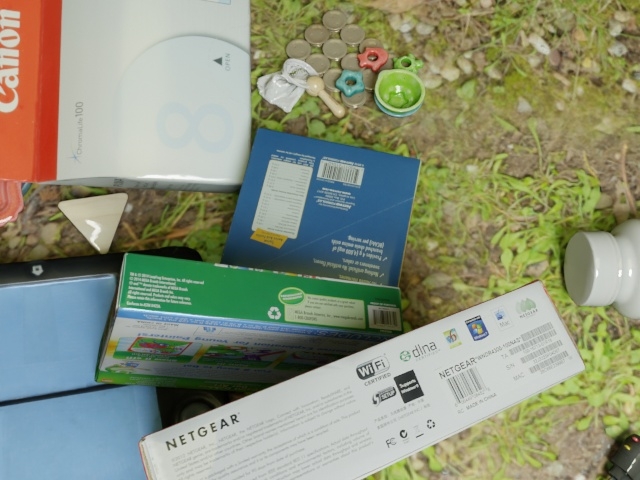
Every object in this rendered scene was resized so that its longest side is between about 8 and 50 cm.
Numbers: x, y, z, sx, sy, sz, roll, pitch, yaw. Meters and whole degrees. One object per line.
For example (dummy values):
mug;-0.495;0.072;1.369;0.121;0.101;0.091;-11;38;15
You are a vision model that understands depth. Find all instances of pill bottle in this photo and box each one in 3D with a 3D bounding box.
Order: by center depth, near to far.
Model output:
pill bottle;0.421;0.034;0.748;0.222;0.124;0.124;1;71;-1

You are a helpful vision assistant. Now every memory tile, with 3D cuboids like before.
memory tile;0.035;-0.266;0.906;0.148;0.012;0.113;43;76;13

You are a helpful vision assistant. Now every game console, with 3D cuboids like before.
game console;-0.295;0.178;0.672;0.387;0.060;0.341;-5;71;-22

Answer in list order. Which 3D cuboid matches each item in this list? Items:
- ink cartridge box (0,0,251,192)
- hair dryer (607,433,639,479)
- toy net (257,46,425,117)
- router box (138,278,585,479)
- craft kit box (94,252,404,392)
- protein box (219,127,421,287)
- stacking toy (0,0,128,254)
ink cartridge box;-0.278;-0.222;0.756;0.385;0.091;0.307;1;85;-21
hair dryer;0.330;0.376;0.654;0.294;0.080;0.223;-38;77;-10
toy net;0.028;-0.229;0.862;0.232;0.045;0.122;6;72;2
router box;0.013;0.169;0.571;0.336;0.301;0.082;-18;73;-21
craft kit box;-0.084;0.098;0.619;0.250;0.246;0.060;9;59;-20
protein box;0.000;0.000;0.750;0.200;0.136;0.201;12;71;3
stacking toy;-0.352;-0.141;0.840;0.280;0.130;0.308;32;75;-17
